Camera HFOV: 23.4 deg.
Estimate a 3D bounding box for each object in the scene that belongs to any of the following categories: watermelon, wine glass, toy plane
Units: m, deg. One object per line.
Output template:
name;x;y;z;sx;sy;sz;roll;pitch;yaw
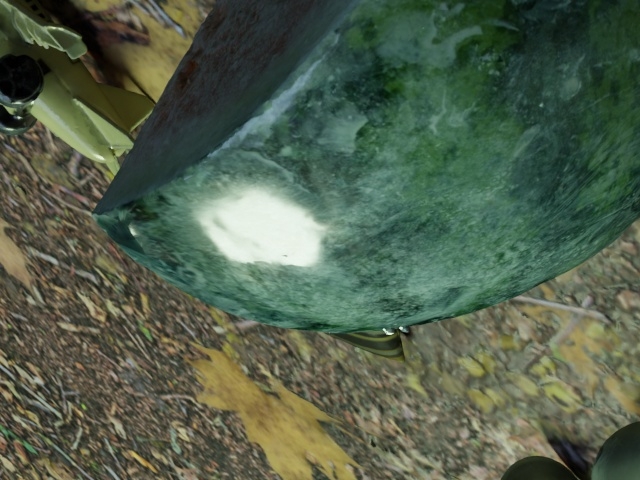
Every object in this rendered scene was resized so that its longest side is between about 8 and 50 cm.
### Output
watermelon;0.022;-0.070;0.785;0.320;0.289;0.214;62;-172;-61
wine glass;0.191;0.158;0.973;0.079;0.079;0.195;47;151;-4
toy plane;-0.221;-0.139;1.099;0.244;0.092;0.229;42;164;-1

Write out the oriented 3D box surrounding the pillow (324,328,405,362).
pillow;0.000;0.000;1.049;0.113;0.038;0.203;23;145;32
